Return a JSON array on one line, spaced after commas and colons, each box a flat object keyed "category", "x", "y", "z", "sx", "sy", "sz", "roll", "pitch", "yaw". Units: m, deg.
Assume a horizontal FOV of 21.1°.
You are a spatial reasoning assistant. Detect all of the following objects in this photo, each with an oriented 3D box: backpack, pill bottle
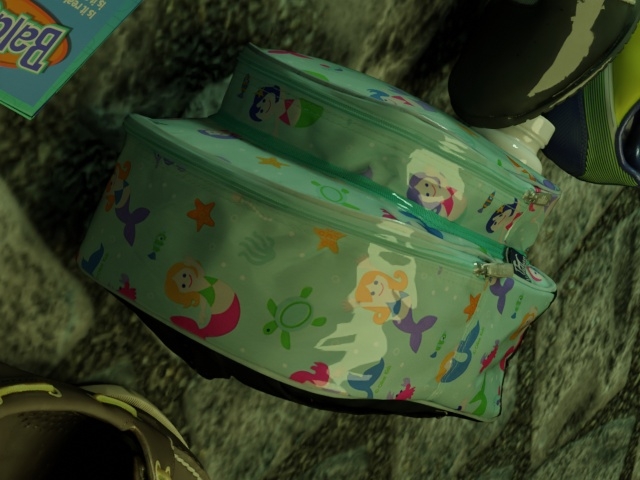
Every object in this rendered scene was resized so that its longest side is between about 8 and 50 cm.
[{"category": "backpack", "x": 0.000, "y": 0.000, "z": 0.957, "sx": 0.253, "sy": 0.225, "sz": 0.191, "roll": 4, "pitch": 110, "yaw": -57}, {"category": "pill bottle", "x": 0.120, "y": -0.042, "z": 1.234, "sx": 0.116, "sy": 0.065, "sz": 0.065, "roll": -59, "pitch": 147, "yaw": -2}]

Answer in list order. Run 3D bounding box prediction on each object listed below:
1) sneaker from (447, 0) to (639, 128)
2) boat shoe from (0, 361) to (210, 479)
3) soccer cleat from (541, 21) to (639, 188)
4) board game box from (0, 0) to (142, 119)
[{"category": "sneaker", "x": 0.171, "y": -0.230, "z": 1.138, "sx": 0.330, "sy": 0.122, "sz": 0.146, "roll": -54, "pitch": 129, "yaw": -9}, {"category": "boat shoe", "x": -0.145, "y": 0.135, "z": 0.980, "sx": 0.116, "sy": 0.097, "sz": 0.324, "roll": -58, "pitch": 147, "yaw": -5}, {"category": "soccer cleat", "x": 0.260, "y": -0.173, "z": 1.274, "sx": 0.093, "sy": 0.121, "sz": 0.289, "roll": 14, "pitch": 103, "yaw": -56}, {"category": "board game box", "x": -0.120, "y": -0.166, "z": 0.759, "sx": 0.210, "sy": 0.047, "sz": 0.160, "roll": -44, "pitch": 144, "yaw": 12}]
